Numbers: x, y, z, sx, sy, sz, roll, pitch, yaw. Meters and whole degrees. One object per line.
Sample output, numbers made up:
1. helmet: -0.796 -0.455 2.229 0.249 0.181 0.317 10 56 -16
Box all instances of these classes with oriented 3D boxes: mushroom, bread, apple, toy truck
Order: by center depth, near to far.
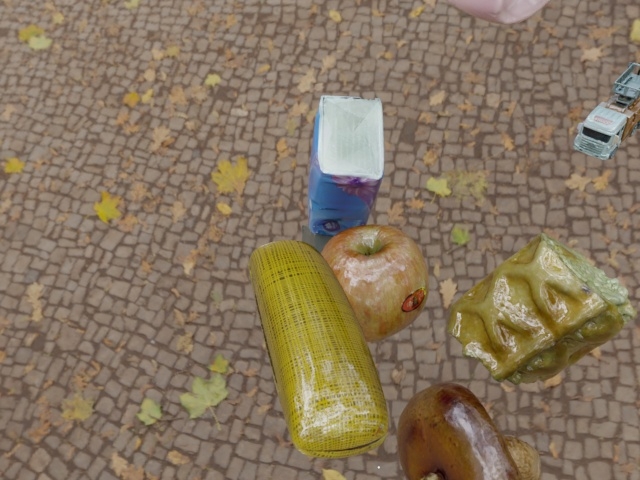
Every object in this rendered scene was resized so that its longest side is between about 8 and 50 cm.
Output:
1. mushroom: 0.248 0.362 0.886 0.267 0.267 0.254 39 44 20
2. apple: 0.093 0.076 0.950 0.211 0.188 0.211 -8 32 5
3. bread: 0.406 0.134 0.963 0.238 0.252 0.196 18 33 -24
4. toy truck: 0.572 -0.246 1.004 0.080 0.115 0.177 33 64 31

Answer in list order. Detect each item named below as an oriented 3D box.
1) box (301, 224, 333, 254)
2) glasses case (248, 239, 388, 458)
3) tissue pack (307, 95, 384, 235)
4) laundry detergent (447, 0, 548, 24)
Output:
1. box: 0.000 0.000 1.266 0.069 0.122 0.084 0 100 -20
2. glasses case: -0.009 0.073 0.433 0.079 0.064 0.234 -3 33 -15
3. tissue pack: 0.048 -0.151 1.133 0.146 0.263 0.198 3 64 -2
4. laundry detergent: 0.224 -0.427 0.758 0.159 0.088 0.335 -48 38 19
